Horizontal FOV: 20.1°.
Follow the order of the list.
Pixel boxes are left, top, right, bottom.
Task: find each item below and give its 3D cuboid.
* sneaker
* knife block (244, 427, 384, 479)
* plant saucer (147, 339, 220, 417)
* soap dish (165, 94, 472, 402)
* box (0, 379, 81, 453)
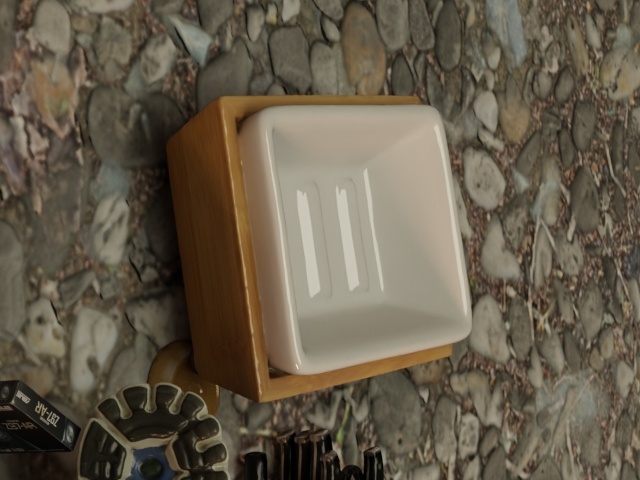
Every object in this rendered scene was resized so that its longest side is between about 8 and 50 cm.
[{"bbox_3d":[-0.103,0.268,1.234,0.147,0.129,0.330,108,-19,-78],"label":"sneaker"},{"bbox_3d":[-0.019,0.301,1.463,0.088,0.242,0.276,4,128,-53],"label":"knife block"},{"bbox_3d":[-0.102,0.119,1.405,0.083,0.015,0.083,9,79,-53],"label":"plant saucer"},{"bbox_3d":[0.000,0.000,1.458,0.291,0.118,0.229,-7,89,-56],"label":"soap dish"},{"bbox_3d":[-0.211,0.118,1.195,0.067,0.083,0.018,47,49,-42],"label":"box"}]
